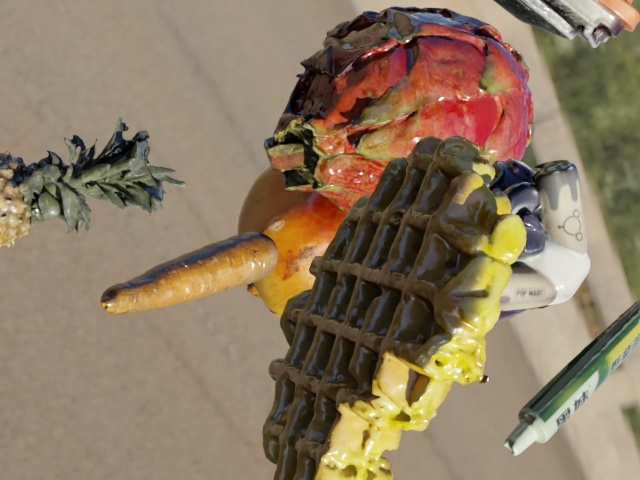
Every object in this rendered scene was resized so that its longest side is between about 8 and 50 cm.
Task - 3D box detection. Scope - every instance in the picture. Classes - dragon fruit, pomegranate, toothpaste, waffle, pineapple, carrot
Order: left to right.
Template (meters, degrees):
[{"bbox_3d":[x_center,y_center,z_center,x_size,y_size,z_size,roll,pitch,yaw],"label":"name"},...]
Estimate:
[{"bbox_3d":[-0.130,-0.022,0.760,0.058,0.124,0.058,-6,90,-76],"label":"pineapple"},{"bbox_3d":[-0.114,0.030,1.378,0.191,0.047,0.047,-16,90,-40],"label":"carrot"},{"bbox_3d":[0.006,-0.001,1.854,0.209,0.209,0.209,-16,90,-79],"label":"pomegranate"},{"bbox_3d":[0.039,0.060,0.979,0.056,0.253,0.249,22,52,-22],"label":"waffle"},{"bbox_3d":[0.083,-0.122,1.680,0.244,0.299,0.244,55,-22,35],"label":"dragon fruit"},{"bbox_3d":[0.215,0.100,1.278,0.031,0.204,0.049,38,-27,23],"label":"toothpaste"}]

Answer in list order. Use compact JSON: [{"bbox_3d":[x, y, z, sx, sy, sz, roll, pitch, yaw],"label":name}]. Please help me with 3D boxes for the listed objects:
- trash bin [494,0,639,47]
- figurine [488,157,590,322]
[{"bbox_3d":[0.193,-0.291,1.219,0.184,0.238,0.161,31,5,-24],"label":"trash bin"},{"bbox_3d":[0.147,0.006,1.299,0.222,0.145,0.145,-176,-112,-77],"label":"figurine"}]
